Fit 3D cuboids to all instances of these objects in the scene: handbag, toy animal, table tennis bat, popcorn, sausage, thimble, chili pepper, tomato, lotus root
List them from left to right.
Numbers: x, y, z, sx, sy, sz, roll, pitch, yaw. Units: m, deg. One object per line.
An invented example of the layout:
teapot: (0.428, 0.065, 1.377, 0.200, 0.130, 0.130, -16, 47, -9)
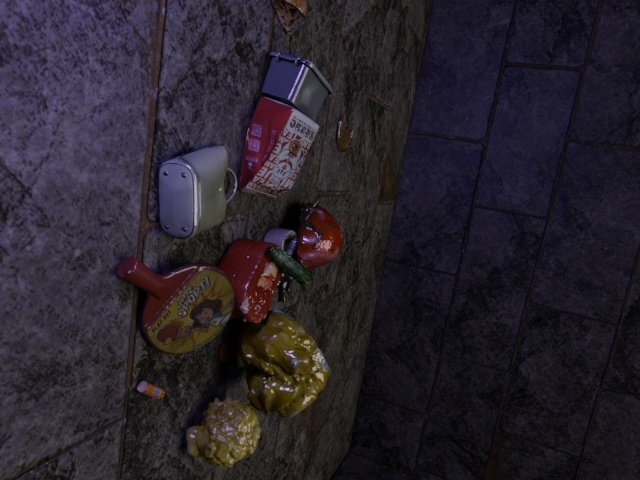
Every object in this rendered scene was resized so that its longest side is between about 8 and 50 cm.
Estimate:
sausage: (-0.450, 0.405, 1.259, 0.107, 0.031, 0.031, 66, 41, -57)
table tennis bat: (-0.369, 0.158, 1.223, 0.268, 0.051, 0.414, -50, 145, -12)
handbag: (-0.314, -0.135, 1.261, 0.315, 0.110, 0.241, -57, 155, -70)
popcorn: (-0.309, 0.613, 1.519, 0.235, 0.217, 0.180, -92, 170, -64)
handbag: (-0.153, -0.277, 1.474, 0.171, 0.151, 0.297, 15, 103, -59)
toy animal: (-0.161, 0.143, 1.750, 0.245, 0.115, 0.146, -82, -175, -73)
thimble: (-0.148, 0.007, 1.708, 0.115, 0.090, 0.102, -8, 106, -66)
chili pepper: (-0.104, 0.073, 1.504, 0.059, 0.088, 0.227, -48, 147, -3)
lotus root: (-0.081, -0.732, 1.449, 0.159, 0.096, 0.135, 17, 82, -75)
tomato: (0.005, -0.002, 1.842, 0.309, 0.170, 0.308, 4, 90, -81)

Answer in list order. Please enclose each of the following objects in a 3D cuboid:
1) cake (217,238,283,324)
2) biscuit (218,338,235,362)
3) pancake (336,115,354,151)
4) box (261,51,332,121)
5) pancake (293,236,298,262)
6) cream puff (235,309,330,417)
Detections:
cake: (-0.227, 0.120, 1.487, 0.177, 0.151, 0.282, 73, 34, -57)
biscuit: (-0.316, 0.375, 1.597, 0.091, 0.015, 0.078, 47, 59, -65)
pancake: (0.117, -0.499, 2.174, 0.190, 0.020, 0.184, -47, 143, -52)
box: (-0.080, -0.485, 1.515, 0.134, 0.163, 0.243, -68, 160, 2)
pancake: (-0.071, 0.027, 2.006, 0.199, 0.021, 0.199, 13, 90, -70)
cream puff: (-0.156, 0.430, 1.586, 0.275, 0.378, 0.378, -43, 144, -28)
